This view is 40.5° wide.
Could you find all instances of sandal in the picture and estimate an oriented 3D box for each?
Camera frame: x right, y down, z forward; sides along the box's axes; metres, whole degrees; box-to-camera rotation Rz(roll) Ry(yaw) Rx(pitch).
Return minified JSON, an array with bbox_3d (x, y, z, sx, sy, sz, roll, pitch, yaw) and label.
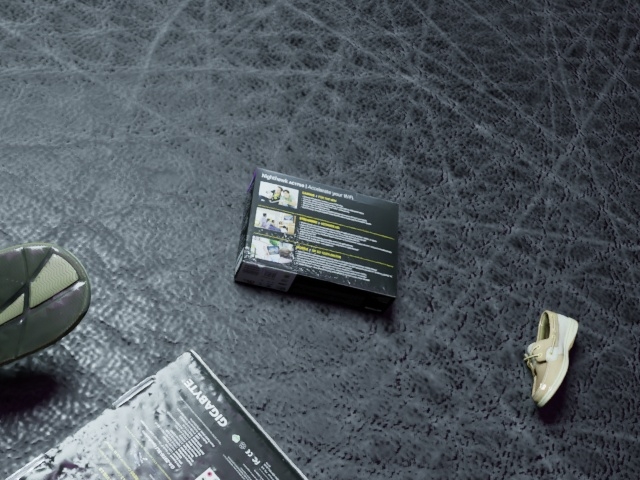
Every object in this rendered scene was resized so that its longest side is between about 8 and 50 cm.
[{"bbox_3d":[-0.352,0.087,0.770,0.302,0.086,0.120,-16,94,-13],"label":"sandal"}]

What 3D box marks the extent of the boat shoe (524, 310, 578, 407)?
[{"bbox_3d":[0.258,0.134,0.999,0.045,0.050,0.135,29,43,4],"label":"boat shoe"}]

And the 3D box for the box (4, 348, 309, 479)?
[{"bbox_3d":[-0.111,0.288,0.740,0.322,0.079,0.257,46,56,12],"label":"box"}]

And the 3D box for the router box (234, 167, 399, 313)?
[{"bbox_3d":[0.000,0.000,0.988,0.179,0.046,0.133,14,54,-12],"label":"router box"}]
